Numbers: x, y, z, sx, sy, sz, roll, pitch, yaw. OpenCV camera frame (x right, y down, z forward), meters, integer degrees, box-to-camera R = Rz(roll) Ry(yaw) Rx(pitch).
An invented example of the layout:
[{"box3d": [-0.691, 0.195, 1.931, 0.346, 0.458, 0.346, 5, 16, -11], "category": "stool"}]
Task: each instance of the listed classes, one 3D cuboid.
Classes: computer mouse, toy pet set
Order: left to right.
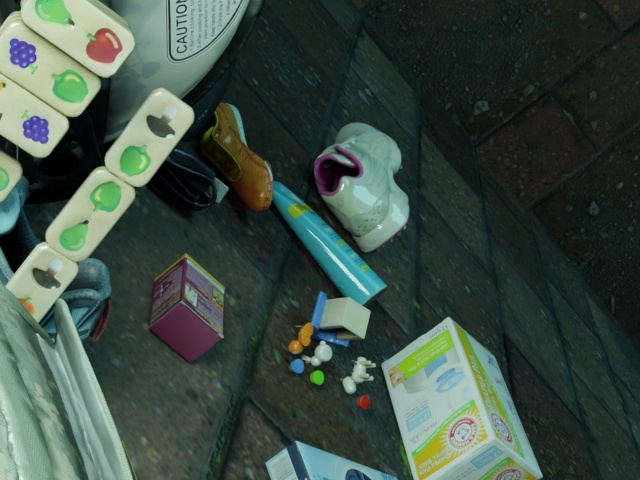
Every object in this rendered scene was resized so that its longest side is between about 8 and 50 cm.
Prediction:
[{"box3d": [-0.146, -0.182, 1.177, 0.188, 0.072, 0.272, 38, 46, -29], "category": "computer mouse"}, {"box3d": [0.003, 0.115, 1.195, 0.122, 0.065, 0.114, 35, 59, -37], "category": "toy pet set"}]

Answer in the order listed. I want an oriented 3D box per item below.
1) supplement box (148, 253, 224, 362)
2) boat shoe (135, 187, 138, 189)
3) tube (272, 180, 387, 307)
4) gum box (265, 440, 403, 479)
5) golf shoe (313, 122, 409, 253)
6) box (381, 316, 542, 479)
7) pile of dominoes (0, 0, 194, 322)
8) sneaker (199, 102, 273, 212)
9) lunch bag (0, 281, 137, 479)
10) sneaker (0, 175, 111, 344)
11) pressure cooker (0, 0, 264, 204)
[{"box3d": [-0.119, 0.060, 0.978, 0.055, 0.043, 0.083, 45, 18, -24], "category": "supplement box"}, {"box3d": [-0.227, -0.122, 1.028, 0.183, 0.066, 0.066, 45, 24, -13], "category": "boat shoe"}, {"box3d": [0.000, 0.000, 1.409, 0.207, 0.052, 0.080, 49, 7, 10], "category": "tube"}, {"box3d": [0.042, 0.274, 0.972, 0.184, 0.041, 0.157, 31, 27, -48], "category": "gum box"}, {"box3d": [0.051, -0.113, 1.651, 0.140, 0.115, 0.306, 39, 20, -28], "category": "golf shoe"}, {"box3d": [0.163, 0.211, 1.284, 0.103, 0.114, 0.203, 40, 22, -34], "category": "box"}, {"box3d": [-0.207, -0.038, 0.599, 0.196, 0.251, 0.040, 35, 10, -24], "category": "pile of dominoes"}, {"box3d": [-0.112, -0.100, 1.314, 0.067, 0.064, 0.175, 1, 46, -44], "category": "sneaker"}, {"box3d": [-0.173, 0.131, 0.505, 0.287, 0.169, 0.235, 42, 15, -52], "category": "lunch bag"}, {"box3d": [-0.240, -0.016, 0.681, 0.262, 0.125, 0.104, 42, 19, -30], "category": "sneaker"}, {"box3d": [-0.229, -0.249, 0.765, 0.370, 0.375, 0.420, 34, 21, -43], "category": "pressure cooker"}]
